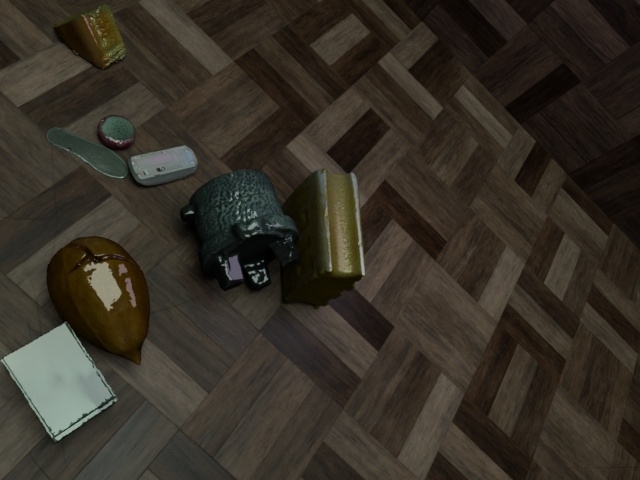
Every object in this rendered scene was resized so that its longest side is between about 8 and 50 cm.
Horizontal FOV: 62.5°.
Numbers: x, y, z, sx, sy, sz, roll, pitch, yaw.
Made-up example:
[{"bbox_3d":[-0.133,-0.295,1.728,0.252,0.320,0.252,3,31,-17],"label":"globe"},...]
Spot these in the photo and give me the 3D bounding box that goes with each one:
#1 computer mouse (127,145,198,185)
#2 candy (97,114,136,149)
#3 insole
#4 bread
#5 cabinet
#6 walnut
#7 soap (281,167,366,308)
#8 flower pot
[{"bbox_3d":[-0.453,-0.219,1.521,0.199,0.045,0.102,-23,82,-35],"label":"computer mouse"},{"bbox_3d":[-0.577,-0.306,1.492,0.103,0.043,0.103,11,63,-23],"label":"candy"},{"bbox_3d":[-0.637,-0.244,1.453,0.232,0.003,0.080,29,57,-15],"label":"insole"},{"bbox_3d":[-0.686,-0.607,1.560,0.160,0.169,0.140,17,50,25],"label":"bread"},{"bbox_3d":[-0.568,0.312,1.154,0.145,0.150,0.206,-33,87,-31],"label":"cabinet"},{"bbox_3d":[-0.502,0.143,1.243,0.209,0.209,0.336,-29,93,-36],"label":"walnut"},{"bbox_3d":[0.000,0.000,1.532,0.156,0.293,0.334,8,66,-23],"label":"soap"},{"bbox_3d":[-0.207,-0.020,1.420,0.299,0.299,0.282,-12,71,-33],"label":"flower pot"}]
